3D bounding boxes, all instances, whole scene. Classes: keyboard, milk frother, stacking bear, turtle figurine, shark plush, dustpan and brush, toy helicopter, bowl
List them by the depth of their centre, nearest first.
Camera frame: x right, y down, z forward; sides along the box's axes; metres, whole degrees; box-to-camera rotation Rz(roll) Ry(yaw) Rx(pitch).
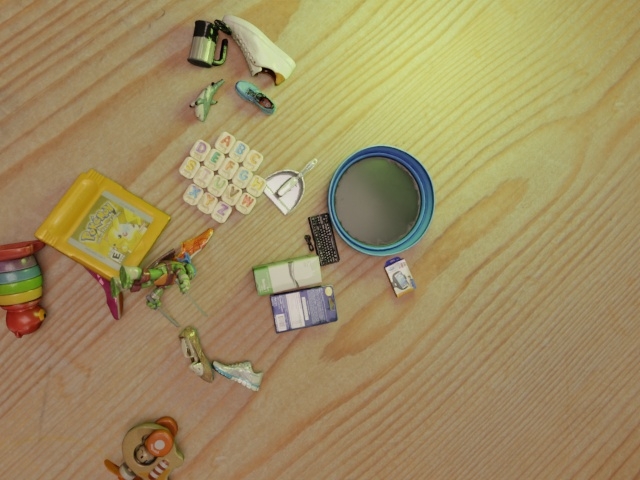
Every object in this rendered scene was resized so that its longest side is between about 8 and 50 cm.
[{"bbox_3d":[-0.506,0.166,1.772,0.266,0.197,0.275,3,95,-39],"label":"turtle figurine"},{"bbox_3d":[-0.953,0.159,1.781,0.164,0.175,0.289,-7,100,-6],"label":"stacking bear"},{"bbox_3d":[-0.558,0.782,1.861,0.234,0.140,0.355,-18,96,-6],"label":"toy helicopter"},{"bbox_3d":[-0.366,-0.655,1.864,0.129,0.143,0.135,11,89,-13],"label":"milk frother"},{"bbox_3d":[-0.384,-0.487,1.924,0.067,0.073,0.161,40,63,-27],"label":"shark plush"},{"bbox_3d":[-0.092,-0.209,1.955,0.211,0.060,0.147,-44,97,-6],"label":"dustpan and brush"},{"bbox_3d":[0.000,0.000,1.993,0.108,0.023,0.180,-14,92,-8],"label":"keyboard"},{"bbox_3d":[0.212,-0.141,1.997,0.390,0.077,0.392,0,91,-9],"label":"bowl"}]

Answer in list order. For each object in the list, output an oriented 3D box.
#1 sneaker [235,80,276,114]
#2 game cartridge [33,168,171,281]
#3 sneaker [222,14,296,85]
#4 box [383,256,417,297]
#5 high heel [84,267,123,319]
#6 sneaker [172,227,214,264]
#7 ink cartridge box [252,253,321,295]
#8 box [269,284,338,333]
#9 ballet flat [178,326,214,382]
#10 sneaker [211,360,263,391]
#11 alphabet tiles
[{"bbox_3d":[-0.217,-0.498,1.924,0.162,0.073,0.063,33,86,-8],"label":"sneaker"},{"bbox_3d":[-0.703,-0.044,1.831,0.323,0.052,0.285,32,71,-8],"label":"game cartridge"},{"bbox_3d":[-0.230,-0.640,1.903,0.290,0.106,0.123,36,83,-9],"label":"sneaker"},{"bbox_3d":[0.287,0.129,2.038,0.081,0.028,0.136,-25,96,-8],"label":"box"},{"bbox_3d":[-0.725,0.148,1.849,0.117,0.082,0.244,-10,93,-7],"label":"high heel"},{"bbox_3d":[-0.433,0.015,1.902,0.175,0.064,0.067,-44,100,-6],"label":"sneaker"},{"bbox_3d":[-0.115,0.114,1.906,0.219,0.160,0.093,-11,94,-8],"label":"ink cartridge box"},{"bbox_3d":[-0.057,0.239,1.979,0.225,0.036,0.137,-10,93,-7],"label":"box"},{"bbox_3d":[-0.428,0.398,1.903,0.067,0.073,0.206,-23,88,-51],"label":"ballet flat"},{"bbox_3d":[-0.283,0.446,1.938,0.190,0.071,0.083,29,79,-16],"label":"sneaker"},{"bbox_3d":[-0.334,-0.216,1.924,0.284,0.021,0.278,32,88,-3],"label":"alphabet tiles"}]
